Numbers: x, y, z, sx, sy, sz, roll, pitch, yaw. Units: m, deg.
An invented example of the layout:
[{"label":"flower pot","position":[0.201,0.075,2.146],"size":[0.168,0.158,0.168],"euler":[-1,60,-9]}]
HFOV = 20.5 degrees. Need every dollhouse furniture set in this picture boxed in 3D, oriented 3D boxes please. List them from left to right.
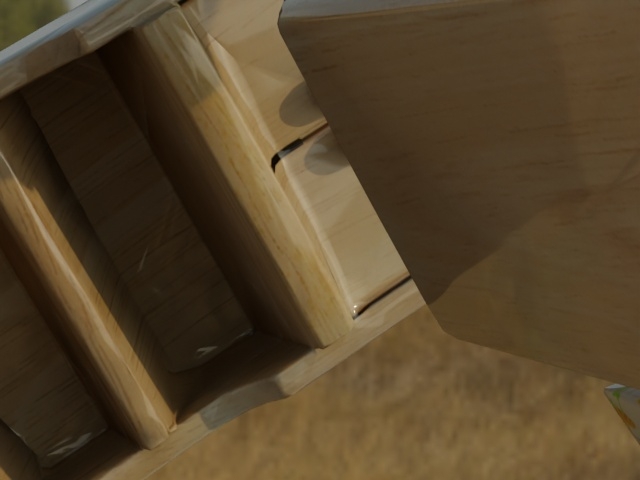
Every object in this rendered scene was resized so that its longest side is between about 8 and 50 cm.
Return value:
[{"label":"dollhouse furniture set","position":[0.000,0.000,0.498],"size":[0.256,0.362,0.394],"euler":[-34,16,-16]}]
